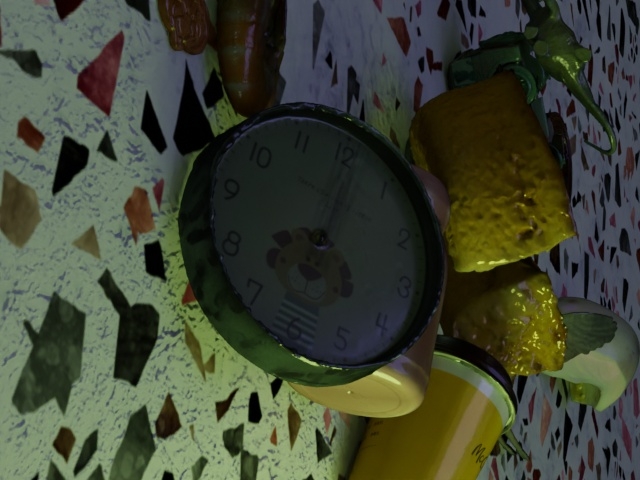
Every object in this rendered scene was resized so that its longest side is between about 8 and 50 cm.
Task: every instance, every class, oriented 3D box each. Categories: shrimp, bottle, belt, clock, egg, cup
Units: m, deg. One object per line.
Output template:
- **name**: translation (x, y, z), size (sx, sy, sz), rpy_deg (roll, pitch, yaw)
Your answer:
- **shrimp**: translation (-0.071, -0.254, 1.410), size (0.150, 0.068, 0.248), rpy_deg (-7, 100, -76)
- **bottle**: translation (0.061, 0.055, 1.545), size (0.206, 0.173, 0.297), rpy_deg (123, -18, -62)
- **belt**: translation (0.390, -0.114, 2.299), size (0.184, 0.105, 0.261), rpy_deg (56, 41, -44)
- **clock**: translation (-0.001, 0.001, 1.356), size (0.313, 0.061, 0.312), rpy_deg (13, 65, -31)
- **egg**: translation (0.554, 0.217, 2.549), size (0.271, 0.162, 0.206), rpy_deg (53, 44, -52)
- **cup**: translation (0.137, 0.270, 1.671), size (0.279, 0.196, 0.196), rpy_deg (-61, 141, -36)

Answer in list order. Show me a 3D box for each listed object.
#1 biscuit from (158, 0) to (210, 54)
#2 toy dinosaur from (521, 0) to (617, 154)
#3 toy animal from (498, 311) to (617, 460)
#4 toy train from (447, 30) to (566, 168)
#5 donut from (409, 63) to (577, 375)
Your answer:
- **biscuit**: translation (-0.140, -0.231, 1.312), size (0.091, 0.015, 0.078), rpy_deg (48, 46, -53)
- **toy dinosaur**: translation (0.374, -0.302, 1.995), size (0.363, 0.076, 0.147), rpy_deg (63, 12, 12)
- **toy animal**: translation (0.306, 0.207, 2.136), size (0.302, 0.225, 0.284), rpy_deg (25, 86, -48)
- **toy train**: translation (0.306, -0.175, 2.075), size (0.129, 0.159, 0.326), rpy_deg (-42, 122, -61)
- **donut**: translation (0.225, -0.025, 1.782), size (0.435, 0.163, 0.377), rpy_deg (79, -3, -46)
